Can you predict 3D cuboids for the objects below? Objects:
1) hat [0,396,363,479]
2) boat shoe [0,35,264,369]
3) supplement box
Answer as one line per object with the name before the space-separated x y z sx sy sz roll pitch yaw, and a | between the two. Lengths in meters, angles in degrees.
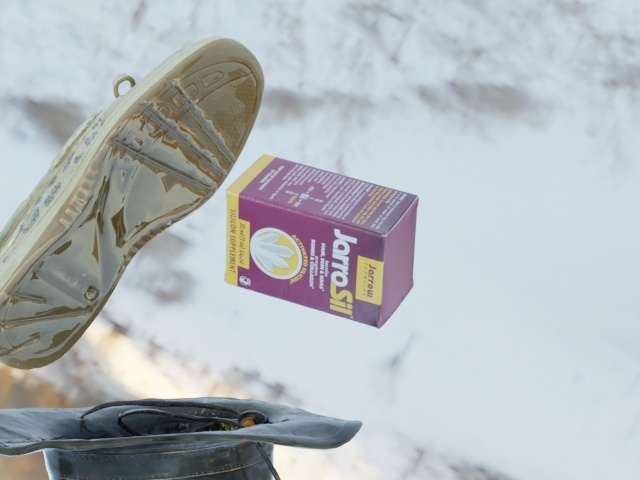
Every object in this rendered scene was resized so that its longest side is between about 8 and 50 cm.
hat | -0.131 0.198 1.420 0.331 0.134 0.331 3 -179 0
boat shoe | -0.157 -0.040 1.296 0.104 0.285 0.089 47 172 -38
supplement box | 0.000 0.000 0.844 0.083 0.043 0.055 15 124 20
